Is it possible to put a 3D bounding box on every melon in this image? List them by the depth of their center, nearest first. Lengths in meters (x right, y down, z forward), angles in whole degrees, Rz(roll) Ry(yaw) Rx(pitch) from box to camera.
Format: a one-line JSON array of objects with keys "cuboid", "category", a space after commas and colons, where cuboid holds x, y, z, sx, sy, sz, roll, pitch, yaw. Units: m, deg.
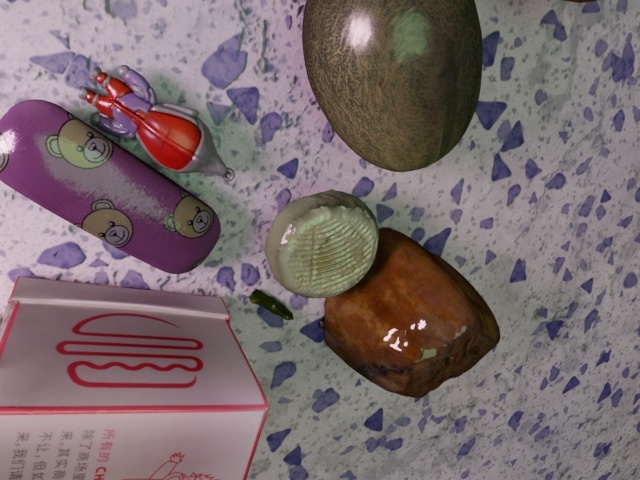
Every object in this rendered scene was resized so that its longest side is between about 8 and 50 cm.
[{"cuboid": [0.106, -0.254, 0.659, 0.248, 0.248, 0.329, -31, 123, -12], "category": "melon"}]

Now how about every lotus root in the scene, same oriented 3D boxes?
[{"cuboid": [0.180, 0.174, 0.882, 0.316, 0.250, 0.316, -16, 125, -23], "category": "lotus root"}]

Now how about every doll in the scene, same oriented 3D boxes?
[{"cuboid": [-0.217, -0.150, 0.639, 0.227, 0.075, 0.102, 31, 109, -22], "category": "doll"}]

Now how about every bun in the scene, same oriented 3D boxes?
[{"cuboid": [0.000, 0.000, 0.777, 0.195, 0.118, 0.195, -9, 117, -17], "category": "bun"}]

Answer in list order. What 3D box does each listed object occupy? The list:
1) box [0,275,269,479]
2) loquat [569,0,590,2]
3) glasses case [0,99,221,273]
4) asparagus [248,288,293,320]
[{"cuboid": [-0.286, 0.260, 0.631, 0.312, 0.300, 0.314, 11, 104, -28], "category": "box"}, {"cuboid": [0.426, -0.512, 0.707, 0.263, 0.263, 0.263, -9, 113, -23], "category": "loquat"}, {"cuboid": [-0.284, -0.062, 0.639, 0.316, 0.076, 0.123, 36, 92, -32], "category": "glasses case"}, {"cuboid": [-0.090, 0.120, 0.835, 0.108, 0.021, 0.025, 37, 95, -32], "category": "asparagus"}]
